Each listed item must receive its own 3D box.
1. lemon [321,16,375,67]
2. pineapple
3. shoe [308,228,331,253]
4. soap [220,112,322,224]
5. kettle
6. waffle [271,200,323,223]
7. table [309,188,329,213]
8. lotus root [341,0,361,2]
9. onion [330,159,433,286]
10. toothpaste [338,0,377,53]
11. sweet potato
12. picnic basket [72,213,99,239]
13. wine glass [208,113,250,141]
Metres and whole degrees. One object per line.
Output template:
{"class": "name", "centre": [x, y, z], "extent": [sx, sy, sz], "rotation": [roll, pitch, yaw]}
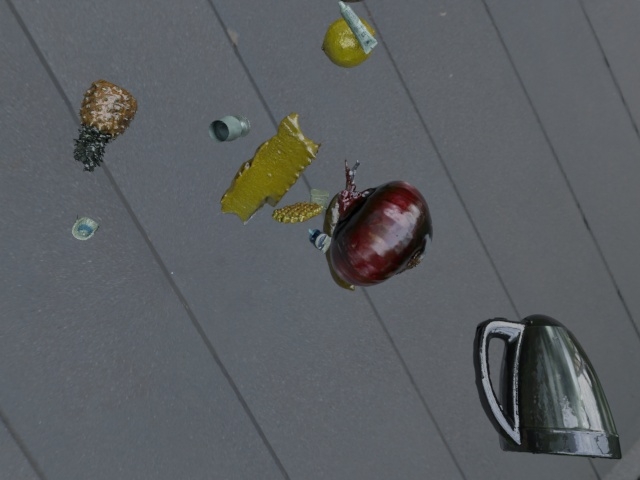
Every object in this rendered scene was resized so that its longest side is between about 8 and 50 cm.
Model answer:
{"class": "lemon", "centre": [0.116, -0.818, 1.748], "extent": [0.230, 0.192, 0.193], "rotation": [-15, 91, 6]}
{"class": "pineapple", "centre": [-0.664, -0.332, 1.277], "extent": [0.157, 0.157, 0.279], "rotation": [21, 81, -17]}
{"class": "shoe", "centre": [0.000, 0.000, 1.410], "extent": [0.071, 0.143, 0.064], "rotation": [35, 91, 19]}
{"class": "soap", "centre": [-0.167, -0.201, 1.317], "extent": [0.169, 0.338, 0.304], "rotation": [41, 75, -6]}
{"class": "kettle", "centre": [0.435, 0.283, 0.856], "extent": [0.250, 0.207, 0.271], "rotation": [-1, 64, 14]}
{"class": "waffle", "centre": [-0.084, -0.098, 1.482], "extent": [0.191, 0.191, 0.038], "rotation": [-14, 110, -20]}
{"class": "table", "centre": [-0.008, -0.166, 1.803], "extent": [0.079, 0.062, 0.083], "rotation": [5, 119, -4]}
{"class": "lotus root", "centre": [0.134, -0.658, 1.027], "extent": [0.258, 0.110, 0.097], "rotation": [-26, 53, -9]}
{"class": "onion", "centre": [0.110, -0.035, 0.948], "extent": [0.285, 0.273, 0.273], "rotation": [45, 73, -1]}
{"class": "toothpaste", "centre": [0.135, -0.805, 1.592], "extent": [0.064, 0.041, 0.218], "rotation": [-46, 127, 7]}
{"class": "sweet potato", "centre": [0.077, 0.009, 1.781], "extent": [0.130, 0.130, 0.423], "rotation": [-9, 90, -20]}
{"class": "picnic basket", "centre": [-0.697, -0.039, 1.254], "extent": [0.065, 0.083, 0.083], "rotation": [37, 44, -14]}
{"class": "wine glass", "centre": [-0.336, -0.415, 1.566], "extent": [0.092, 0.202, 0.093], "rotation": [5, 113, 11]}
